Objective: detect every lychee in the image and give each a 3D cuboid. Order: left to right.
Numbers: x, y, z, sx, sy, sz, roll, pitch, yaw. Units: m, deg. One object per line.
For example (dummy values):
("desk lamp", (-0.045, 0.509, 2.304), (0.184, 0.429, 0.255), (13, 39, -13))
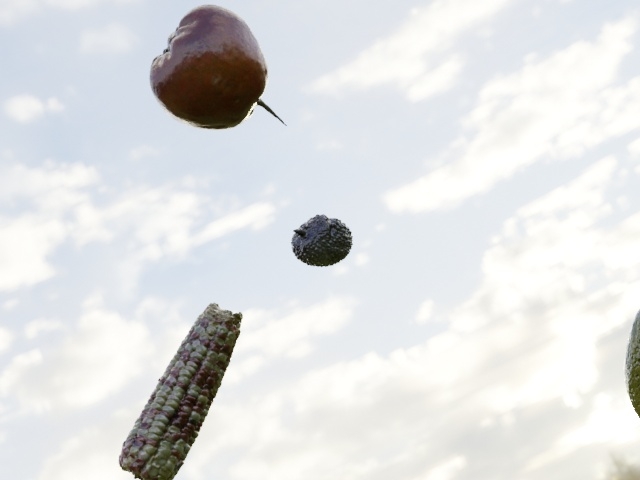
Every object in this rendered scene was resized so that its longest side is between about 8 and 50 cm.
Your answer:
("lychee", (0.000, 0.000, 1.798), (0.083, 0.067, 0.068), (19, -83, -24))

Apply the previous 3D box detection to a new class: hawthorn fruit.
("hawthorn fruit", (-0.106, -0.170, 1.460), (0.140, 0.125, 0.125), (0, -28, -24))

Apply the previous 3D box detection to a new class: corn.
("corn", (-0.163, 0.181, 1.741), (0.079, 0.079, 0.237), (87, -154, -69))

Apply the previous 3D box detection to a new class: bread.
("bread", (0.302, 0.079, 1.266), (0.065, 0.149, 0.188), (6, -54, 16))
